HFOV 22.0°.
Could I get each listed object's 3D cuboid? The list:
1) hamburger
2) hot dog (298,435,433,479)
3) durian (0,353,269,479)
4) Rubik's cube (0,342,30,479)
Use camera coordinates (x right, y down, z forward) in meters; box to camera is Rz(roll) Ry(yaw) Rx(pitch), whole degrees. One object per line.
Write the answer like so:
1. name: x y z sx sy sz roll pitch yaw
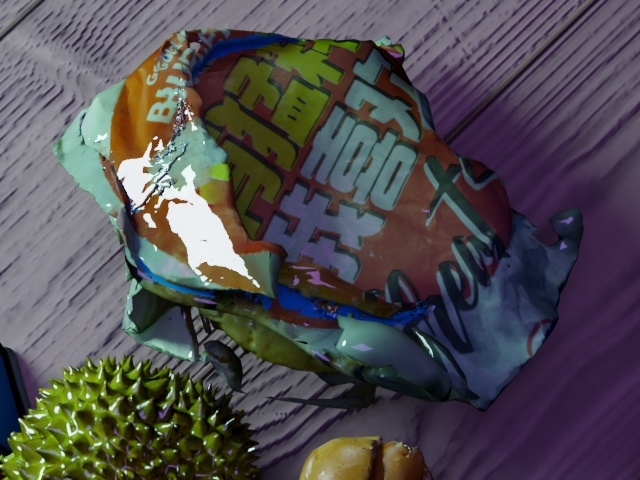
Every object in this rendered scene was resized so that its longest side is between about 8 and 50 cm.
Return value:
1. hamburger: -0.002 0.008 0.948 0.276 0.150 0.260 48 43 15
2. hot dog: 0.000 0.218 0.816 0.076 0.102 0.249 13 76 44
3. durian: -0.095 0.159 0.921 0.146 0.159 0.198 -36 75 -18
4. Rubik's cube: -0.244 0.168 0.977 0.250 0.284 0.234 -8 55 32
